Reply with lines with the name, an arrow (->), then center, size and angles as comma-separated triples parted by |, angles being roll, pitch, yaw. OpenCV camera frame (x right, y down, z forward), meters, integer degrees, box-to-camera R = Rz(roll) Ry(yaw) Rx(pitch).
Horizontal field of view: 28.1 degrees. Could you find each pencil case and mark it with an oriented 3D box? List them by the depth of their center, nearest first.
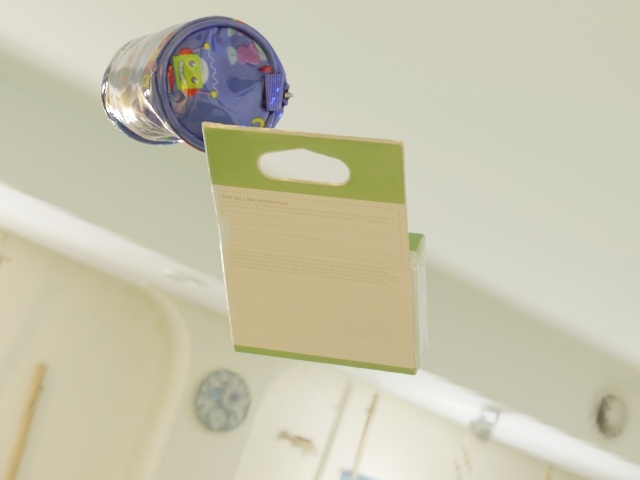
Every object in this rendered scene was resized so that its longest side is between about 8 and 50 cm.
pencil case -> -0.123, -0.145, 1.216 | 0.133, 0.119, 0.306 | 8, 3, -20

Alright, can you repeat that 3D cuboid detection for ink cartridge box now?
ink cartridge box -> 0.000, 0.000, 1.060 | 0.171, 0.056, 0.235 | 7, -56, 16
